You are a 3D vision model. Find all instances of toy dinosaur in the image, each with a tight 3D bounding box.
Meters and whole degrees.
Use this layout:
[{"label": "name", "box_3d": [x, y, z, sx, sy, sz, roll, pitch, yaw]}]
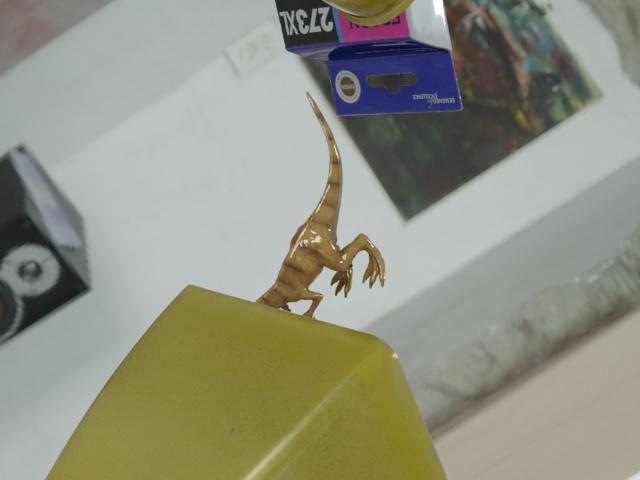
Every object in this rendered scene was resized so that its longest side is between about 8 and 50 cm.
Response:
[{"label": "toy dinosaur", "box_3d": [0.000, 0.000, 1.012, 0.112, 0.211, 0.064, 26, -1, -37]}]

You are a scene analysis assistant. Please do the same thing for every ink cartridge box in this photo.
[{"label": "ink cartridge box", "box_3d": [0.022, -0.293, 1.183, 0.176, 0.069, 0.371, 4, -65, 46]}]

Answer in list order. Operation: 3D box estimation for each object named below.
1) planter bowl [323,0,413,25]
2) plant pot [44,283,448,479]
[{"label": "planter bowl", "box_3d": [0.002, -0.264, 0.878, 0.217, 0.090, 0.217, 8, -81, 61]}, {"label": "plant pot", "box_3d": [-0.054, 0.180, 0.791, 0.212, 0.187, 0.212, 12, -47, 48]}]
